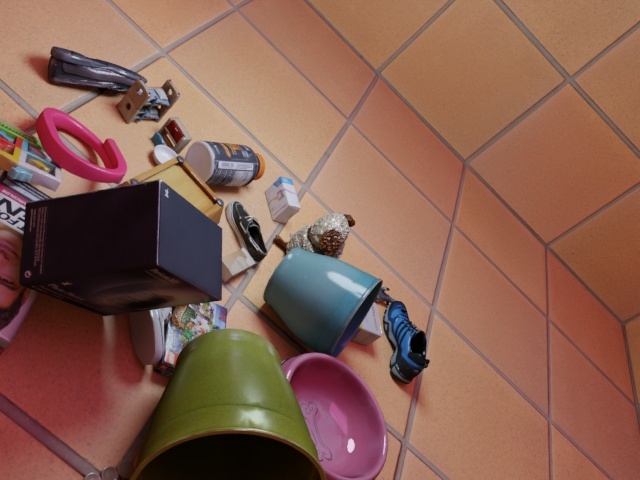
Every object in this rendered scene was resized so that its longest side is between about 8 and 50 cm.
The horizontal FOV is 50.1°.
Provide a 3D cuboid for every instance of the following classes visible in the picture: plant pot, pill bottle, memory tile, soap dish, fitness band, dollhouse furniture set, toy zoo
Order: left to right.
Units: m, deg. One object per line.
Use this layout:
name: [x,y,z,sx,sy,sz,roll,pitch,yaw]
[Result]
toy zoo: [-0.674,-0.196,1.531,0.192,0.030,0.293,30,10,-28]
fitness band: [-0.589,-0.229,1.684,0.209,0.054,0.291,22,20,-43]
memory tile: [-0.382,0.501,1.308,0.113,0.012,0.148,-7,62,-53]
dollhouse furniture set: [-0.465,-0.357,1.977,0.184,0.129,0.129,56,33,10]
soap dish: [-0.400,-0.093,1.796,0.229,0.118,0.291,48,31,-2]
pill bottle: [-0.279,-0.229,2.071,0.245,0.130,0.130,-3,59,-52]
plant pot: [-0.186,0.378,1.398,0.366,0.366,0.353,33,24,-25]
plant pot: [-0.008,0.158,1.888,0.255,0.272,0.271,32,30,13]

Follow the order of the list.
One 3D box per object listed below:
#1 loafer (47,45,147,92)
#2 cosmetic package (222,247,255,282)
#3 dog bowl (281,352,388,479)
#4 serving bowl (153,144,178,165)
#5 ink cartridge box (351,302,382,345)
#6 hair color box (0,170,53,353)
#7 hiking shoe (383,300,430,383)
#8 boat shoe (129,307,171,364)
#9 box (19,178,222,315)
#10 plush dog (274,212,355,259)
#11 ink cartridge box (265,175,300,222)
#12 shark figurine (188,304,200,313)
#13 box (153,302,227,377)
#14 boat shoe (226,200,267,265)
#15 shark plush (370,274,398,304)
loafer: [-0.635,-0.464,1.943,0.109,0.095,0.302,33,16,34]
cosmetic package: [-0.239,0.067,1.898,0.060,0.041,0.115,52,32,3]
dog bowl: [-0.003,0.459,1.683,0.408,0.150,0.408,32,36,-27]
serving bowl: [-0.447,-0.234,1.966,0.083,0.027,0.083,31,37,-27]
ink cartridge box: [0.095,0.234,2.101,0.175,0.072,0.127,26,39,-33]
hair color box: [-0.643,0.045,1.365,0.185,0.113,0.374,34,36,-22]
hiking shoe: [0.289,0.310,2.202,0.113,0.132,0.304,27,39,-31]
boat shoe: [-0.389,0.163,1.578,0.088,0.096,0.268,12,42,-44]
box: [-0.389,0.029,1.392,0.296,0.294,0.183,47,36,-66]
plush dog: [0.000,0.000,2.082,0.210,0.225,0.262,43,33,-11]
ink cartridge box: [-0.122,-0.130,2.196,0.052,0.088,0.122,15,46,-43]
shark figurine: [-0.294,0.075,1.678,0.166,0.116,0.278,46,10,4]
box: [-0.307,0.234,1.642,0.159,0.044,0.233,30,37,-29]
boat shoe: [-0.208,-0.034,2.011,0.077,0.070,0.219,4,54,-49]
shark plush: [0.203,0.178,2.294,0.161,0.067,0.073,42,33,-12]
